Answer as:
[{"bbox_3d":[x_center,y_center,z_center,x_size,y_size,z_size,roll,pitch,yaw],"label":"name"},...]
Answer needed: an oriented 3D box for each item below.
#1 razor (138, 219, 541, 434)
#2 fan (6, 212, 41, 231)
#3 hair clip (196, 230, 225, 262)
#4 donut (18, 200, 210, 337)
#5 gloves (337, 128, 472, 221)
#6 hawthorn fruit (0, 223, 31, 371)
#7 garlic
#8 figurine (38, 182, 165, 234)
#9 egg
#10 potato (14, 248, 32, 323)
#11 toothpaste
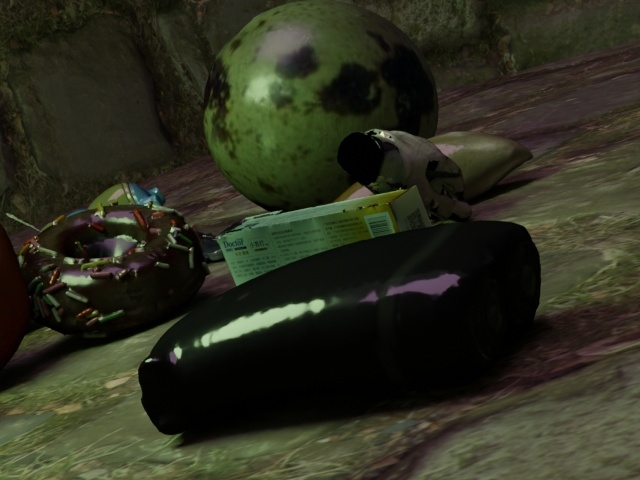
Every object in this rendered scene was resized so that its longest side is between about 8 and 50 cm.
[{"bbox_3d":[0.012,0.072,1.207,0.349,0.113,0.204,-14,12,28],"label":"razor"},{"bbox_3d":[-0.390,0.017,2.217,0.310,0.010,0.182,26,40,28],"label":"fan"},{"bbox_3d":[-0.131,-0.007,2.232,0.195,0.052,0.124,-13,15,6],"label":"hair clip"},{"bbox_3d":[-0.285,0.032,1.894,0.270,0.103,0.269,-3,28,2],"label":"donut"},{"bbox_3d":[0.121,-0.085,1.815,0.127,0.111,0.212,6,1,42],"label":"gloves"},{"bbox_3d":[-0.503,0.063,1.760,0.275,0.299,0.275,4,32,-2],"label":"hawthorn fruit"},{"bbox_3d":[0.139,-0.077,1.976,0.318,0.112,0.143,-30,12,-3],"label":"garlic"},{"bbox_3d":[-0.362,-0.003,2.341,0.262,0.154,0.180,-34,41,-15],"label":"figurine"},{"bbox_3d":[0.009,-0.202,2.187,0.345,0.345,0.428,-13,-5,32],"label":"egg"},{"bbox_3d":[-0.524,0.090,2.149,0.200,0.137,0.154,-17,9,4],"label":"potato"},{"bbox_3d":[0.000,0.000,1.777,0.313,0.089,0.071,-10,19,42],"label":"toothpaste"}]
